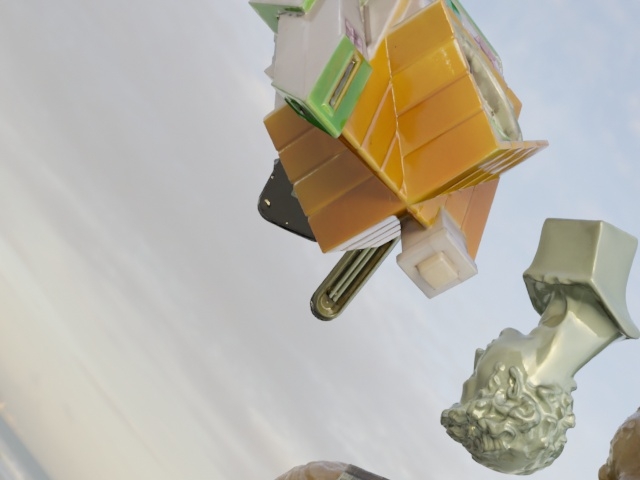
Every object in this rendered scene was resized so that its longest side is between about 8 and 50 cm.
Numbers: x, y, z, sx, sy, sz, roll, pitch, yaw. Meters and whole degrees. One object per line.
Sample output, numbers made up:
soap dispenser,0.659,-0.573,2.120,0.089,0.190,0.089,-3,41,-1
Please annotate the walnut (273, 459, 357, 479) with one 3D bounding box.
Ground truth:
walnut,0.007,0.493,1.547,0.333,0.333,0.333,44,-21,22

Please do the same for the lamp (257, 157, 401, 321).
lamp,-0.005,-0.002,1.502,0.124,0.203,0.283,25,-6,26

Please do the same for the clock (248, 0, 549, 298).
clock,0.061,-0.108,0.812,0.235,0.166,0.309,46,26,-29

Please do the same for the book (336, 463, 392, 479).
book,0.004,0.400,1.339,0.026,0.231,0.157,42,-16,-12

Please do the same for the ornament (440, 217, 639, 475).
ornament,0.241,0.110,1.056,0.120,0.285,0.130,36,-5,-35

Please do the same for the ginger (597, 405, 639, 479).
ginger,0.412,0.262,1.082,0.123,0.219,0.270,61,5,-25
